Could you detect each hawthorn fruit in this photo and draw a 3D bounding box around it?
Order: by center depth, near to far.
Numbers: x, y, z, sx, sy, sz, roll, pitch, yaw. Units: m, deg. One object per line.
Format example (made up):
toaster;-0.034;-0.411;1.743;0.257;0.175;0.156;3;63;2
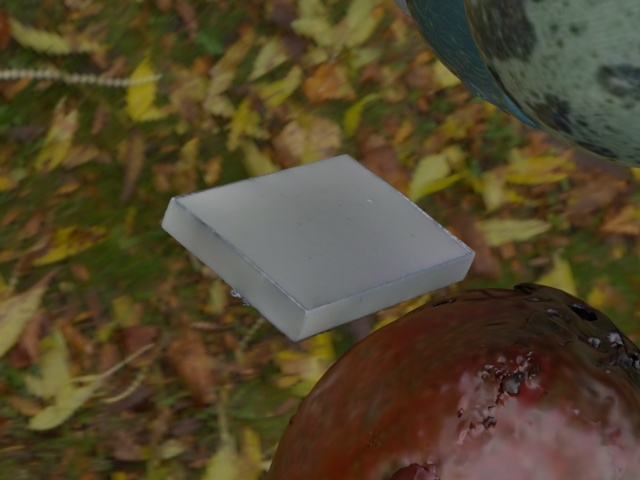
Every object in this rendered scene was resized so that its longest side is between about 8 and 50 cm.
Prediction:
hawthorn fruit;0.050;0.131;0.732;0.181;0.181;0.235;34;96;-14

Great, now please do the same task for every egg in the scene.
egg;0.118;-0.088;0.612;0.132;0.172;0.132;-2;95;-23

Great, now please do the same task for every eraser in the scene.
eraser;0.000;0.000;1.022;0.104;0.023;0.150;39;33;25

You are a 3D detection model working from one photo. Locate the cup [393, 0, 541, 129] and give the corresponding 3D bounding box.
cup;0.140;-0.185;1.415;0.167;0.173;0.299;-55;134;-2
